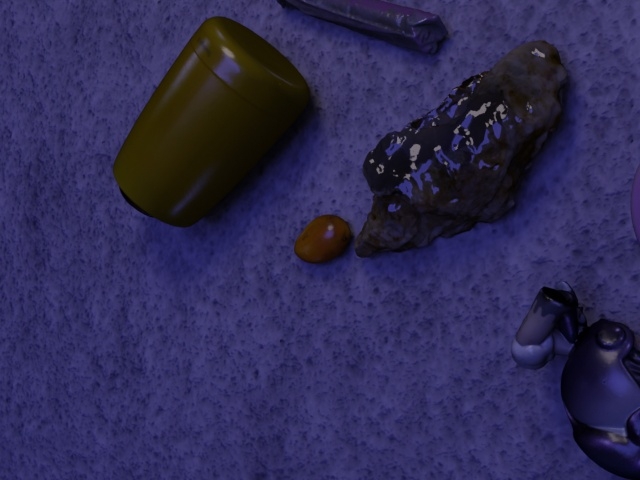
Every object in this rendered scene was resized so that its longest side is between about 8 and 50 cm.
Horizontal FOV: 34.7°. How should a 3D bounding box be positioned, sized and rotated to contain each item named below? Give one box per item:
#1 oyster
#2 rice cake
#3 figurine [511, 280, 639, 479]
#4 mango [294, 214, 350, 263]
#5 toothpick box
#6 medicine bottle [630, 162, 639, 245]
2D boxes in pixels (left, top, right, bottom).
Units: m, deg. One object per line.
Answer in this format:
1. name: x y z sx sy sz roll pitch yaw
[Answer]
1. oyster: 0.155 -0.095 1.231 0.341 0.110 0.166 -31 68 23
2. rice cake: 0.046 -0.304 1.357 0.270 0.055 0.049 24 90 32
3. figurine: 0.301 0.151 1.082 0.222 0.145 0.145 39 102 25
4. mango: 0.000 0.000 1.345 0.089 0.046 0.060 -24 69 38
5. toothpick box: -0.157 -0.149 1.384 0.271 0.175 0.175 -49 63 18
6. medicine bottle: 0.413 -0.018 0.968 0.178 0.291 0.178 -5 80 30
